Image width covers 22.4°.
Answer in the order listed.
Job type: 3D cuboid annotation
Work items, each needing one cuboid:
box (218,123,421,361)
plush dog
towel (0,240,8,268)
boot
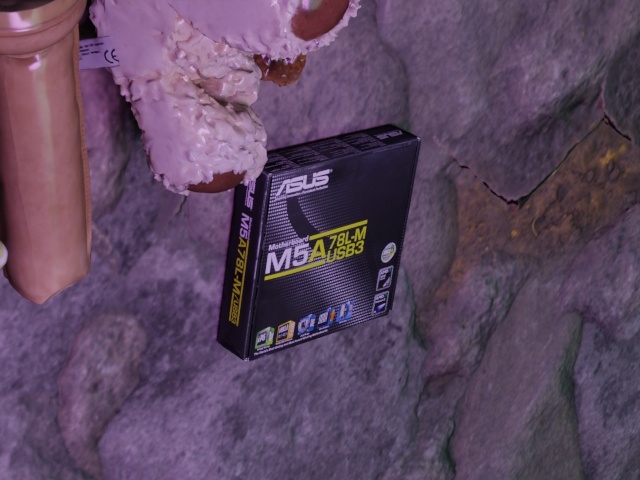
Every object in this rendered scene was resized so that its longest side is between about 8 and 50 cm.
[{"bbox_3d":[0.000,0.000,1.448,0.190,0.045,0.184,-15,126,-42],"label":"box"},{"bbox_3d":[-0.057,-0.194,1.194,0.225,0.210,0.262,-38,166,-45],"label":"plush dog"},{"bbox_3d":[-0.387,-0.036,0.908,0.320,0.090,0.374,-28,135,-7],"label":"towel"},{"bbox_3d":[-0.188,-0.078,1.073,0.089,0.236,0.269,0,119,-4],"label":"boot"}]
